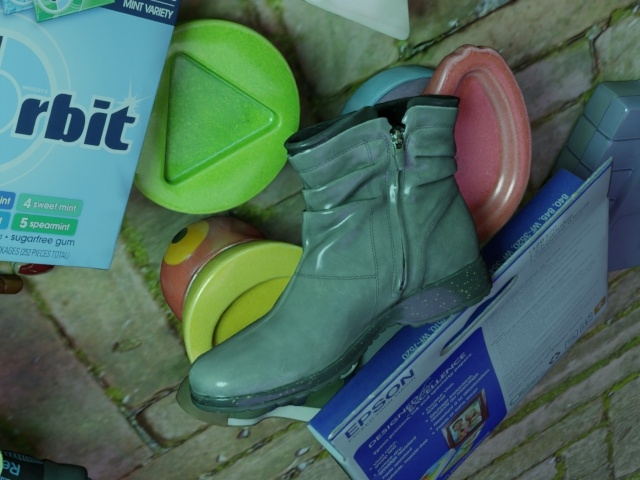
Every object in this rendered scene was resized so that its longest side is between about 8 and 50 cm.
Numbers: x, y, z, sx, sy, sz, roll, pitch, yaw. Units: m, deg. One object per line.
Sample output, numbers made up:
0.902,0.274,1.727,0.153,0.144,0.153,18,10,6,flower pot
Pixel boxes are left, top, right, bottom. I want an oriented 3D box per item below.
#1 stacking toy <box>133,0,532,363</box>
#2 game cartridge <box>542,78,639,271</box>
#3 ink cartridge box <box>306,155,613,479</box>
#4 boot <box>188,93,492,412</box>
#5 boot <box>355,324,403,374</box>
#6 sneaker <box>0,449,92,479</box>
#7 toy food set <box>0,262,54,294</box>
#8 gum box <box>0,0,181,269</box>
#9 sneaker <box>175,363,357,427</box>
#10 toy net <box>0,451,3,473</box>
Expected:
-0.018,-0.073,0.897,0.309,0.130,0.279,-34,118,-11,stacking toy
0.371,-0.068,1.241,0.355,0.068,0.230,-8,139,-35,game cartridge
0.125,0.085,1.026,0.303,0.072,0.307,-44,151,-9,ink cartridge box
0.000,0.000,0.820,0.247,0.083,0.161,-26,113,-23,boot
0.096,0.114,1.190,0.123,0.095,0.258,-30,151,-26,boot
-0.321,0.283,1.007,0.140,0.125,0.341,26,117,-22,sneaker
-0.234,0.021,0.846,0.122,0.019,0.078,-27,144,-28,toy food set
-0.172,-0.080,0.700,0.157,0.041,0.184,6,105,-45,gum box
-0.039,0.116,1.089,0.192,0.064,0.086,10,116,-47,sneaker
-0.293,0.148,0.652,0.232,0.045,0.122,-34,143,-1,toy net
